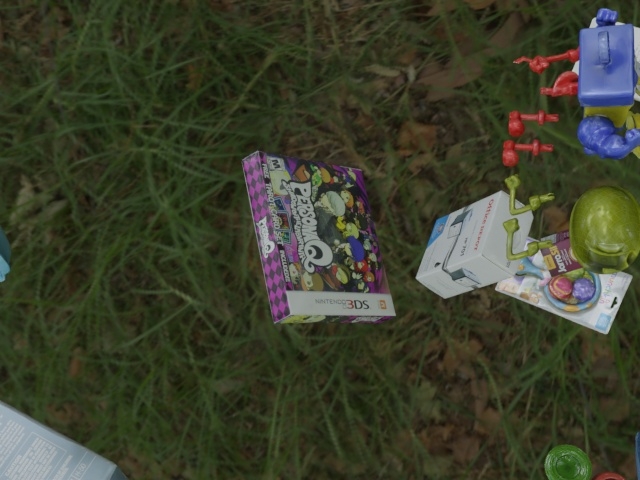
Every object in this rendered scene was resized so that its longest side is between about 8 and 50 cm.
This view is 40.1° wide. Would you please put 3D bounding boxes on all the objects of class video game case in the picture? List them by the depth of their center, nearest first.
[{"bbox_3d":[0.000,0.000,1.210,0.042,0.210,0.232,-27,67,40],"label":"video game case"}]

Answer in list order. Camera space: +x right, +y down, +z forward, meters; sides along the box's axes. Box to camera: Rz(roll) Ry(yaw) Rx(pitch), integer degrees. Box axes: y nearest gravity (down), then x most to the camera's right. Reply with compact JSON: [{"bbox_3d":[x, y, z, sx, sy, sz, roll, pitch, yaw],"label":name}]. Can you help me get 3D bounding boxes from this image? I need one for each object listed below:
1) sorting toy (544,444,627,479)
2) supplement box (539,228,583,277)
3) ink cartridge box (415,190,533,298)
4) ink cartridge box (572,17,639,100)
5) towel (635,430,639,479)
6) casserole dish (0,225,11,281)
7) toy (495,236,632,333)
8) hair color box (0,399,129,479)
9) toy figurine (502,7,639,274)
[{"bbox_3d":[0.296,0.276,0.981,0.102,0.061,0.042,29,159,21],"label":"sorting toy"},{"bbox_3d":[0.387,0.014,1.354,0.083,0.043,0.055,-21,105,22],"label":"supplement box"},{"bbox_3d":[0.272,0.011,1.562,0.082,0.139,0.191,32,152,-17],"label":"ink cartridge box"},{"bbox_3d":[0.553,-0.305,1.524,0.198,0.067,0.115,26,105,24],"label":"ink cartridge box"},{"bbox_3d":[0.250,0.132,0.605,0.029,0.067,0.119,14,136,1],"label":"towel"},{"bbox_3d":[-0.346,-0.021,0.752,0.189,0.037,0.114,17,152,8],"label":"casserole dish"},{"bbox_3d":[0.486,0.078,1.762,0.237,0.056,0.136,21,73,26],"label":"toy"},{"bbox_3d":[-0.413,0.263,1.080,0.375,0.113,0.185,24,153,15],"label":"hair color box"},{"bbox_3d":[0.328,-0.165,1.109,0.191,0.217,0.362,5,64,14],"label":"toy figurine"}]
